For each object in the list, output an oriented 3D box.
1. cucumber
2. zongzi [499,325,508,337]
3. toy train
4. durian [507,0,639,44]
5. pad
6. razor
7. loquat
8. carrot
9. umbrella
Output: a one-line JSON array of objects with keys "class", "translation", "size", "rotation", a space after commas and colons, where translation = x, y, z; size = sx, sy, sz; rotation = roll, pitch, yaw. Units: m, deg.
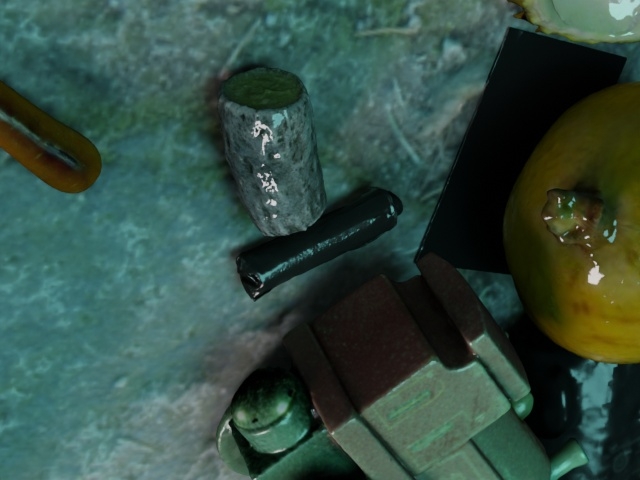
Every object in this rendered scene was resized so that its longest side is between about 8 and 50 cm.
[{"class": "cucumber", "translation": [-0.031, -0.055, 1.041], "size": [0.064, 0.064, 0.112], "rotation": [-27, 131, -20]}, {"class": "zongzi", "translation": [0.118, 0.108, 1.260], "size": [0.076, 0.040, 0.083], "rotation": [-41, 144, -18]}, {"class": "toy train", "translation": [0.068, 0.167, 1.160], "size": [0.221, 0.150, 0.304], "rotation": [-35, 130, 3]}, {"class": "durian", "translation": [0.226, -0.221, 1.086], "size": [0.250, 0.183, 0.138], "rotation": [-1, 79, -31]}, {"class": "pad", "translation": [0.152, -0.061, 1.205], "size": [0.127, 0.004, 0.190], "rotation": [8, 110, -38]}, {"class": "razor", "translation": [0.226, 0.199, 1.337], "size": [0.189, 0.107, 0.327], "rotation": [-20, 125, -30]}, {"class": "loquat", "translation": [0.225, -0.010, 1.146], "size": [0.246, 0.213, 0.213], "rotation": [5, 113, -55]}, {"class": "carrot", "translation": [-0.196, -0.084, 0.924], "size": [0.037, 0.037, 0.190], "rotation": [-50, 131, -1]}, {"class": "umbrella", "translation": [0.000, 0.001, 1.117], "size": [0.133, 0.031, 0.036], "rotation": [-26, 154, -21]}]
